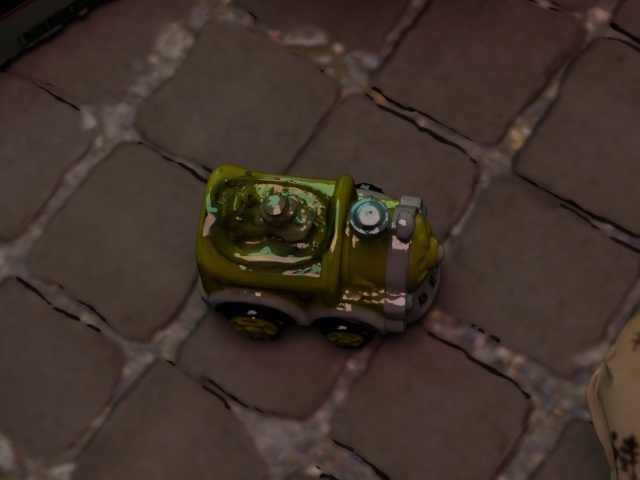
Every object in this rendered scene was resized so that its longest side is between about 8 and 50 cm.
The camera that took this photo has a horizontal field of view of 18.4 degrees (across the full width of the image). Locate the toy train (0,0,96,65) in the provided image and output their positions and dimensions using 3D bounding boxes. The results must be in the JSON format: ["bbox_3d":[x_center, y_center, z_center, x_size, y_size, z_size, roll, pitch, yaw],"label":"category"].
[{"bbox_3d":[-0.267,-0.074,0.927,0.407,0.088,0.086,-34,67,-9],"label":"toy train"}]

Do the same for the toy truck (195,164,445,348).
[{"bbox_3d":[0.000,0.000,0.870,0.111,0.077,0.076,5,66,8],"label":"toy truck"}]

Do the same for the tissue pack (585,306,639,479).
[{"bbox_3d":[0.350,0.024,0.772,0.375,0.195,0.390,26,69,32],"label":"tissue pack"}]
